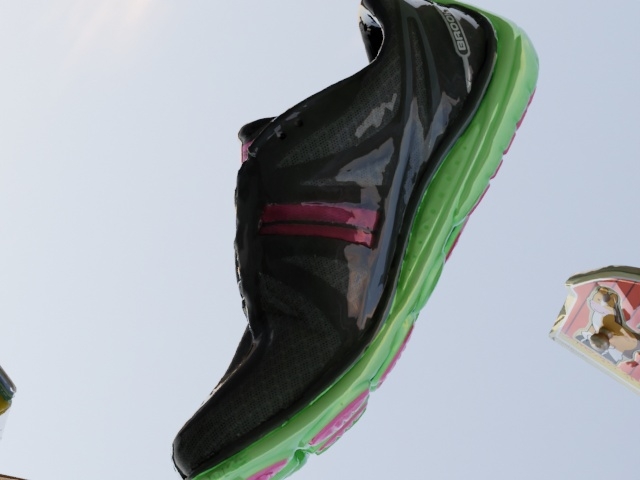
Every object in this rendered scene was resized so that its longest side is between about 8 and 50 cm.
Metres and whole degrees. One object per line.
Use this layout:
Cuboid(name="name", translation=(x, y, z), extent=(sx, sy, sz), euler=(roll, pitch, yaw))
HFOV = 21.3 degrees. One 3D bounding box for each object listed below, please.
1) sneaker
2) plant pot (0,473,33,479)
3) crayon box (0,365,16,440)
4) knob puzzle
Cuboid(name="sneaker", translation=(0.000, 0.000, 1.385), extent=(0.483, 0.202, 0.185), euler=(-61, 177, -22))
Cuboid(name="plant pot", translation=(-0.386, 0.312, 1.660), extent=(0.205, 0.205, 0.188), euler=(-2, -105, 57))
Cuboid(name="crayon box", translation=(-0.290, 0.056, 1.092), extent=(0.083, 0.203, 0.323), euler=(-35, 178, -17))
Cuboid(name="knob puzzle", translation=(0.300, 0.093, 1.538), extent=(0.213, 0.213, 0.030), euler=(-10, -146, 54))
